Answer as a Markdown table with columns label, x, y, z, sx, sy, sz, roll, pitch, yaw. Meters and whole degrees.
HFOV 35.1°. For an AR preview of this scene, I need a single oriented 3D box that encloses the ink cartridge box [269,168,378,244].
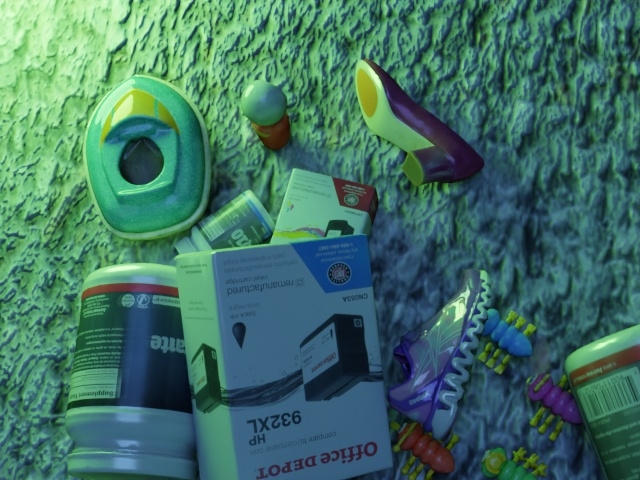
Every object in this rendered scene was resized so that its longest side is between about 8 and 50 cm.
| label | x | y | z | sx | sy | sz | roll | pitch | yaw |
| --- | --- | --- | --- | --- | --- | --- | --- | --- | --- |
| ink cartridge box | 0.000 | 0.000 | 1.458 | 0.128 | 0.072 | 0.175 | 13 | 73 | 10 |

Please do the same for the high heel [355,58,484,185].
| label | x | y | z | sx | sy | sz | roll | pitch | yaw |
| --- | --- | --- | --- | --- | --- | --- | --- | --- | --- |
| high heel | 0.145 | -0.185 | 1.516 | 0.117 | 0.082 | 0.244 | -13 | 54 | -28 |

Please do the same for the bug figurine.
| label | x | y | z | sx | sy | sz | roll | pitch | yaw |
| --- | --- | --- | --- | --- | --- | --- | --- | --- | --- |
| bug figurine | 0.235 | 0.229 | 1.357 | 0.216 | 0.072 | 0.279 | 32 | 77 | 15 |

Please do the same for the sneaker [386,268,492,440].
| label | x | y | z | sx | sy | sz | roll | pitch | yaw |
| --- | --- | --- | --- | --- | --- | --- | --- | --- | --- |
| sneaker | 0.153 | 0.135 | 1.316 | 0.105 | 0.095 | 0.236 | 18 | 68 | 11 |

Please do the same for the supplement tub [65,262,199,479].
| label | x | y | z | sx | sy | sz | roll | pitch | yaw |
| --- | --- | --- | --- | --- | --- | --- | --- | --- | --- |
| supplement tub | -0.238 | 0.182 | 1.360 | 0.191 | 0.191 | 0.272 | 1 | 72 | 6 |

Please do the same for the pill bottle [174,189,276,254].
| label | x | y | z | sx | sy | sz | roll | pitch | yaw |
| --- | --- | --- | --- | --- | --- | --- | --- | --- | --- |
| pill bottle | -0.138 | -0.005 | 1.472 | 0.137 | 0.078 | 0.078 | -35 | 72 | -6 |

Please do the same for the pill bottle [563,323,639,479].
| label | x | y | z | sx | sy | sz | roll | pitch | yaw |
| --- | --- | --- | --- | --- | --- | --- | --- | --- | --- |
| pill bottle | 0.457 | 0.282 | 1.240 | 0.210 | 0.210 | 0.362 | -18 | 75 | 0 |

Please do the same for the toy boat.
| label | x | y | z | sx | sy | sz | roll | pitch | yaw |
| --- | --- | --- | --- | --- | --- | --- | --- | --- | --- |
| toy boat | -0.198 | -0.151 | 1.489 | 0.318 | 0.148 | 0.267 | -16 | 69 | 1 |

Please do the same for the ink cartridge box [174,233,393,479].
| label | x | y | z | sx | sy | sz | roll | pitch | yaw |
| --- | --- | --- | --- | --- | --- | --- | --- | --- | --- |
| ink cartridge box | -0.045 | 0.156 | 1.289 | 0.223 | 0.129 | 0.307 | -7 | 90 | -30 |
